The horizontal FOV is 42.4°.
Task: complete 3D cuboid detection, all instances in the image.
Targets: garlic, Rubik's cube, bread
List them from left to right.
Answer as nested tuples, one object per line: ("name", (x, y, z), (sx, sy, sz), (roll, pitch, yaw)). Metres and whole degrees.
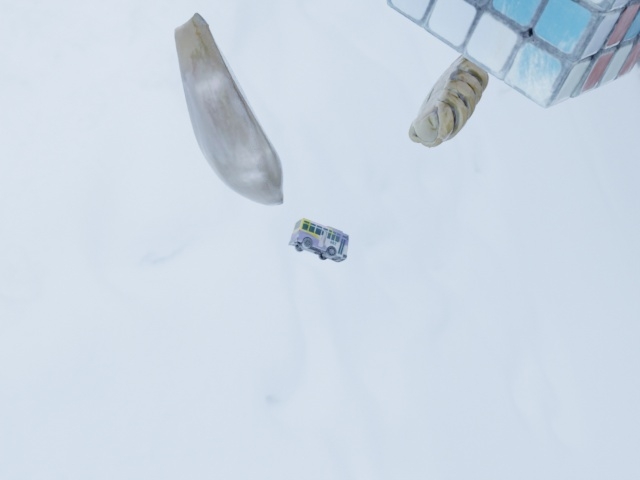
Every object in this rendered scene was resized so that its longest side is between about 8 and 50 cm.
("garlic", (-0.137, -0.181, 1.229), (0.143, 0.112, 0.318), (-112, -176, -71))
("bread", (0.247, -0.261, 1.546), (0.081, 0.134, 0.225), (37, 59, -11))
("Rubik's cube", (0.278, -0.343, 0.985), (0.256, 0.259, 0.253), (38, 36, 23))

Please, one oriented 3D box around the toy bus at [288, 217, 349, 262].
("toy bus", (0.000, 0.000, 1.492), (0.102, 0.052, 0.058), (20, 73, -17))
